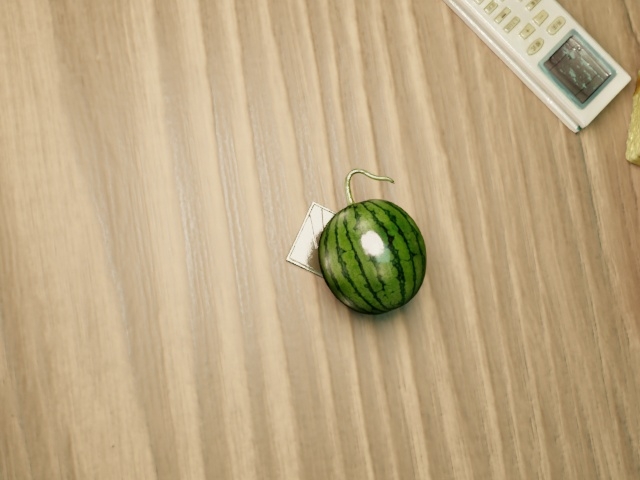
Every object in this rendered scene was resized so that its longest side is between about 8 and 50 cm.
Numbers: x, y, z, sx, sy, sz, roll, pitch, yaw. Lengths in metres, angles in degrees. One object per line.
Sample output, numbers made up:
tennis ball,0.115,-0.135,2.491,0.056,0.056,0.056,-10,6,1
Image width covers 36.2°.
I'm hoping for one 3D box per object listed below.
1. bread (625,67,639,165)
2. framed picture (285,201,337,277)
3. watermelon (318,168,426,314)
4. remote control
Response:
bread,0.539,-0.209,1.351,0.178,0.135,0.240,14,85,-4
framed picture,0.000,0.000,1.322,0.066,0.006,0.089,25,80,-4
watermelon,0.062,0.001,1.265,0.140,0.141,0.187,-19,83,-9
remote control,0.300,-0.286,1.372,0.277,0.055,0.103,45,80,0
